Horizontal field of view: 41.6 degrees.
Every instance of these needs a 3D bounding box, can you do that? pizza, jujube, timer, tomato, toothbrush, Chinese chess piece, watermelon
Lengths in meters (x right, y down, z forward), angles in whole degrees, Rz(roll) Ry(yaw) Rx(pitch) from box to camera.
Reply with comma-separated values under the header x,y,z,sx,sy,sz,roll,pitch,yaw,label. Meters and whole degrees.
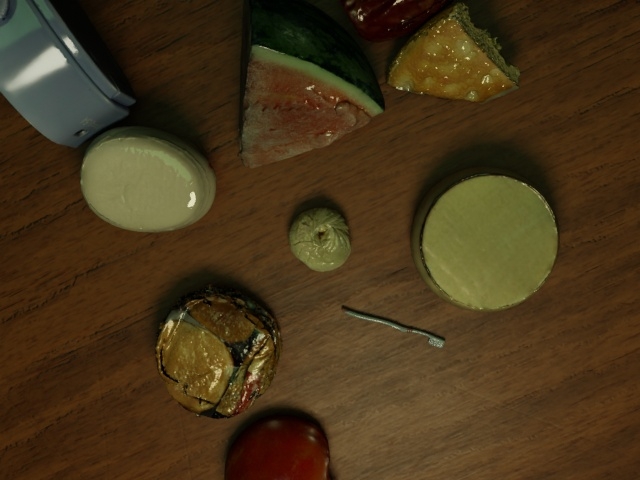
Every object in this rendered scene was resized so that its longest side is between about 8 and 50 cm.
x,y,z,sx,sy,sz,roll,pitch,yaw,label
0.215,-0.300,1.408,0.188,0.204,0.080,32,55,-29,pizza
0.140,-0.438,1.355,0.243,0.183,0.183,-31,93,13,jujube
-0.468,-0.327,1.302,0.173,0.395,0.395,-31,93,1,timer
-0.075,0.434,1.469,0.200,0.139,0.233,-15,95,11,tomato
0.129,0.153,1.493,0.193,0.013,0.019,19,105,1,toothbrush
0.277,-0.002,1.427,0.250,0.103,0.250,0,96,2,Chinese chess piece
-0.045,-0.283,1.418,0.283,0.292,0.250,29,55,-23,watermelon

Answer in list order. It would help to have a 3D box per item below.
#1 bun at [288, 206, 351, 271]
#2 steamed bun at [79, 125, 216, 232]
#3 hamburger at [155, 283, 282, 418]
x,y,z,sx,sy,sz,roll,pitch,yaw,label
0.000,0.000,1.459,0.115,0.069,0.115,1,97,4,bun
-0.288,-0.106,1.434,0.228,0.131,0.177,8,106,1,steamed bun
-0.180,0.194,1.472,0.231,0.107,0.231,1,97,7,hamburger
